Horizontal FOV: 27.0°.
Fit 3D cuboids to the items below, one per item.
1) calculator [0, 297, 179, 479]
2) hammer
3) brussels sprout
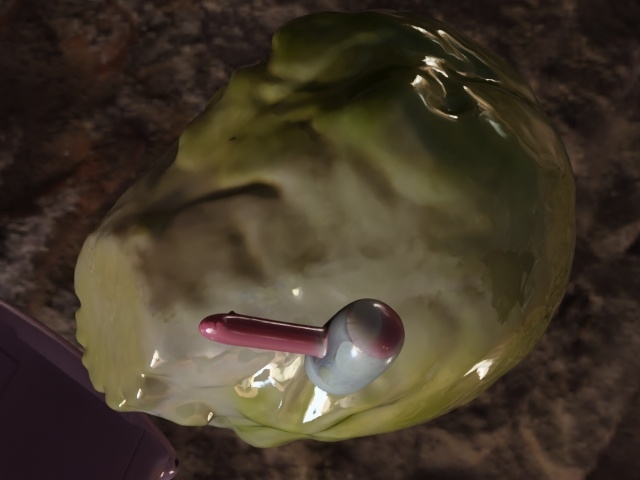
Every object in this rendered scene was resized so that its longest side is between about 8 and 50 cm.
[{"bbox_3d":[-0.240,0.155,1.088,0.294,0.043,0.194,43,-138,-21],"label":"calculator"},{"bbox_3d":[-0.010,0.040,0.538,0.083,0.052,0.031,9,-124,-24],"label":"hammer"},{"bbox_3d":[0.013,-0.005,0.788,0.317,0.274,0.242,-13,-100,-59],"label":"brussels sprout"}]
